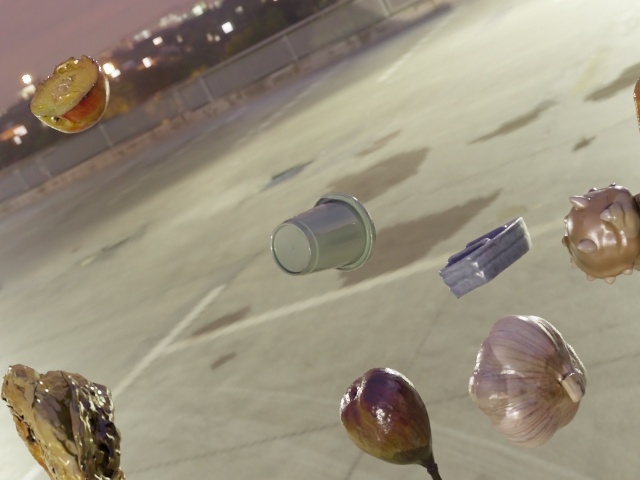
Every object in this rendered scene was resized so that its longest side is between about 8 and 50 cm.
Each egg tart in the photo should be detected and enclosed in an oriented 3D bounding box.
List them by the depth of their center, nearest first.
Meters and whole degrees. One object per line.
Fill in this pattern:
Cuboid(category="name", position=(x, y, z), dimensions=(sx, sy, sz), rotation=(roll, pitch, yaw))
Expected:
Cuboid(category="egg tart", position=(-0.324, 0.271, 1.308), dimensions=(0.132, 0.297, 0.297), rotation=(-26, 11, -20))

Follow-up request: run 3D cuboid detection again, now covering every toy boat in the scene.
Cuboid(category="toy boat", position=(0.340, 0.023, 1.928), dimensions=(0.127, 0.078, 0.283), rotation=(-35, -4, 41))

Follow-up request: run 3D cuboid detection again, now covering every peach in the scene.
Cuboid(category="peach", position=(-0.290, -0.167, 1.149), dimensions=(0.098, 0.061, 0.098), rotation=(-14, 50, 17))

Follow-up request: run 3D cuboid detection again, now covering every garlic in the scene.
Cuboid(category="garlic", position=(0.494, 0.329, 2.325), dimensions=(0.241, 0.322, 0.322), rotation=(-48, -4, 42))

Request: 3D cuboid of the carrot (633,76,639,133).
Cuboid(category="carrot", position=(0.645, -0.189, 1.864), dimensions=(0.062, 0.271, 0.066), rotation=(-17, 12, -30))

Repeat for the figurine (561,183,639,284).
Cuboid(category="figurine", position=(0.519, -0.012, 1.737), dimensions=(0.173, 0.177, 0.247), rotation=(-7, 2, 18))

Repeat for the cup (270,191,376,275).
Cuboid(category="cup", position=(0.000, 0.000, 1.406), dimensions=(0.120, 0.120, 0.141), rotation=(-15, 5, 45))

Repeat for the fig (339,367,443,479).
Cuboid(category="fig", position=(0.153, 0.375, 1.870), dimensions=(0.170, 0.274, 0.145), rotation=(-35, 6, 42))
